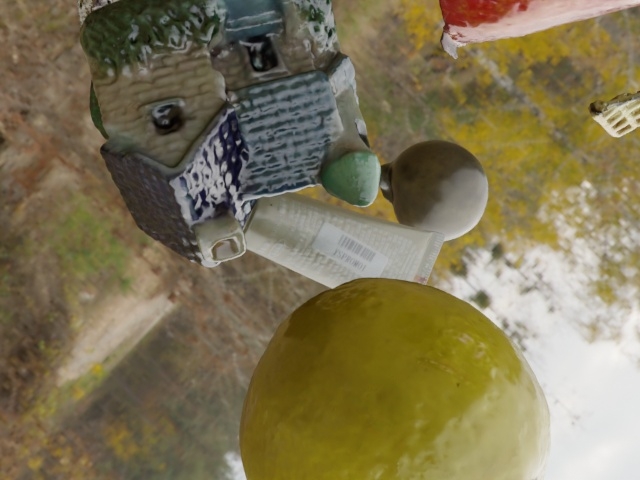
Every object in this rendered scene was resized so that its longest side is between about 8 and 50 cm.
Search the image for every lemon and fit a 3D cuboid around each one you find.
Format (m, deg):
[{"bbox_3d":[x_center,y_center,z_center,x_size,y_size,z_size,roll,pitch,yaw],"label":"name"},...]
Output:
[{"bbox_3d":[0.081,0.206,1.070,0.348,0.348,0.348,-47,-179,1],"label":"lemon"}]

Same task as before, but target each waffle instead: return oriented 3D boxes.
[{"bbox_3d":[0.410,-0.180,1.224,0.152,0.023,0.097,-29,154,20],"label":"waffle"}]

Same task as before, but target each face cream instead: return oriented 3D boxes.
[{"bbox_3d":[0.000,0.000,1.340,0.137,0.341,0.084,-68,-160,5],"label":"face cream"}]

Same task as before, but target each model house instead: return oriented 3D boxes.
[{"bbox_3d":[-0.093,-0.124,1.139,0.298,0.284,0.243,-15,151,-2],"label":"model house"}]

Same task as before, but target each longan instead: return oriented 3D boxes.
[{"bbox_3d":[0.191,-0.088,1.744,0.159,0.204,0.185,-50,154,-54],"label":"longan"}]

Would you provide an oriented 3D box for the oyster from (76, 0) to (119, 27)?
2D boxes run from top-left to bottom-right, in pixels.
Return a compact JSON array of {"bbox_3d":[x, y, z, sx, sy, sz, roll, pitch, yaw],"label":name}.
[{"bbox_3d":[-0.359,-0.425,1.688,0.110,0.204,0.396,-4,179,-1],"label":"oyster"}]

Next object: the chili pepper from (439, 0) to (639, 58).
[{"bbox_3d":[0.254,-0.328,0.976,0.305,0.229,0.251,-11,-177,35],"label":"chili pepper"}]

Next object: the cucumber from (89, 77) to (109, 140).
[{"bbox_3d":[-0.265,-0.231,1.563,0.130,0.191,0.191,2,-145,37],"label":"cucumber"}]
